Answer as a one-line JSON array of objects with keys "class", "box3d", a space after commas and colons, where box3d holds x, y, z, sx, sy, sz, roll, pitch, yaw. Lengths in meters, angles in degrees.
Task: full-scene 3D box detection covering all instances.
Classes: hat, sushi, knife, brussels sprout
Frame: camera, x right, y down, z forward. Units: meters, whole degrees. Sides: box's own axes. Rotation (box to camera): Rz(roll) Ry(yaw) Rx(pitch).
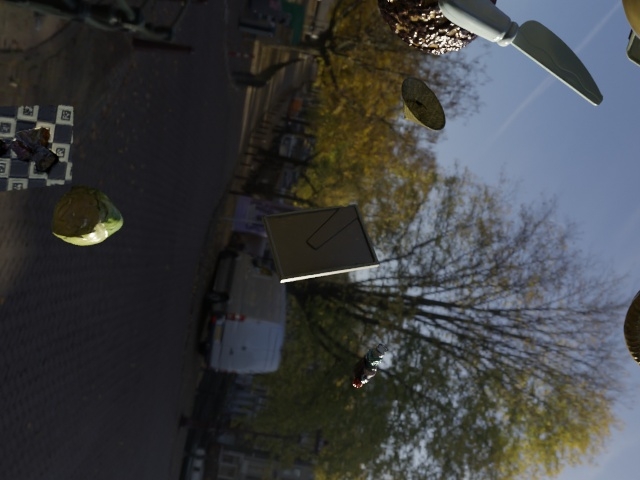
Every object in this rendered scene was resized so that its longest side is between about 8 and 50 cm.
[{"class": "hat", "box3d": [0.219, -0.303, 1.425, 0.067, 0.146, 0.146, -33, -144, 42]}, {"class": "sushi", "box3d": [-0.490, -0.148, 0.959, 0.201, 0.031, 0.139, -16, 122, -51]}, {"class": "knife", "box3d": [0.337, -0.328, 0.991, 0.080, 0.331, 0.044, -68, -166, -17]}, {"class": "brussels sprout", "box3d": [-0.559, -0.049, 1.473, 0.151, 0.149, 0.122, 55, 3, 32]}]

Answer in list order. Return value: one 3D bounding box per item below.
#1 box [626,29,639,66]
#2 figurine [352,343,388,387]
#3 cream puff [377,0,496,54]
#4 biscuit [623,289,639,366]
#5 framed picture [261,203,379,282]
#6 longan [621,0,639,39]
[{"class": "box", "box3d": [0.976, -0.520, 1.582, 0.294, 0.168, 0.193, 56, -16, 37]}, {"class": "figurine", "box3d": [0.106, 0.271, 1.326, 0.106, 0.047, 0.060, -58, -177, 29]}, {"class": "cream puff", "box3d": [0.200, -0.453, 1.108, 0.165, 0.239, 0.239, -38, 166, -21]}, {"class": "biscuit", "box3d": [0.803, 0.189, 1.343, 0.079, 0.259, 0.259, -28, 130, -76]}, {"class": "framed picture", "box3d": [0.000, 0.000, 1.702, 0.020, 0.290, 0.211, 113, -36, -57]}, {"class": "longan", "box3d": [0.675, -0.438, 1.014, 0.319, 0.319, 0.318, -169, -90, -88]}]
